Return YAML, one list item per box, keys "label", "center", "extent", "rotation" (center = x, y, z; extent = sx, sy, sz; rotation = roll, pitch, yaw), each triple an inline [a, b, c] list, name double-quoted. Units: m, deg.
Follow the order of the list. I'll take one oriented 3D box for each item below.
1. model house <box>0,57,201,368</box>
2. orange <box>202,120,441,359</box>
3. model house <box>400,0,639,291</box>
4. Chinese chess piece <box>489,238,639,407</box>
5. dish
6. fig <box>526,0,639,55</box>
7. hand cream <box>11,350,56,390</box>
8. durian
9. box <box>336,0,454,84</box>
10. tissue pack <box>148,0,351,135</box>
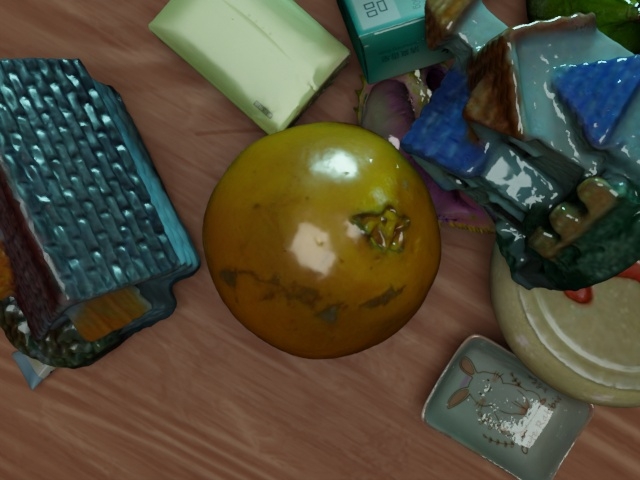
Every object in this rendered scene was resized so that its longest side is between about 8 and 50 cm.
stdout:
- label: "model house"
  center: [-0.355, -0.023, 1.197]
  extent: [0.297, 0.339, 0.360]
  rotation: [-25, 85, 0]
- label: "orange"
  center: [0.000, 0.000, 1.242]
  extent: [0.312, 0.312, 0.312]
  rotation: [0, 94, 0]
- label: "model house"
  center: [0.225, -0.136, 1.072]
  extent: [0.329, 0.295, 0.252]
  rotation: [39, 85, -6]
- label: "Chinese chess piece"
  center: [0.396, 0.055, 1.292]
  extent: [0.337, 0.140, 0.338]
  rotation: [1, 77, -3]
- label: "dish"
  center: [0.262, 0.237, 1.370]
  extent: [0.212, 0.077, 0.151]
  rotation: [31, 95, -2]
- label: "fig"
  center: [0.372, -0.326, 1.252]
  extent: [0.203, 0.235, 0.203]
  rotation: [0, 98, 2]
- label: "hand cream"
  center: [-0.363, 0.141, 1.377]
  extent: [0.170, 0.043, 0.065]
  rotation: [-36, 73, 3]
- label: "durian"
  center: [0.144, -0.131, 1.321]
  extent: [0.186, 0.154, 0.261]
  rotation: [-12, 97, 22]
- label: "box"
  center: [0.096, -0.336, 1.258]
  extent: [0.153, 0.092, 0.245]
  rotation: [-17, 55, 2]
- label: "tissue pack"
  center: [-0.092, -0.267, 1.307]
  extent: [0.234, 0.125, 0.159]
  rotation: [42, 93, -3]
